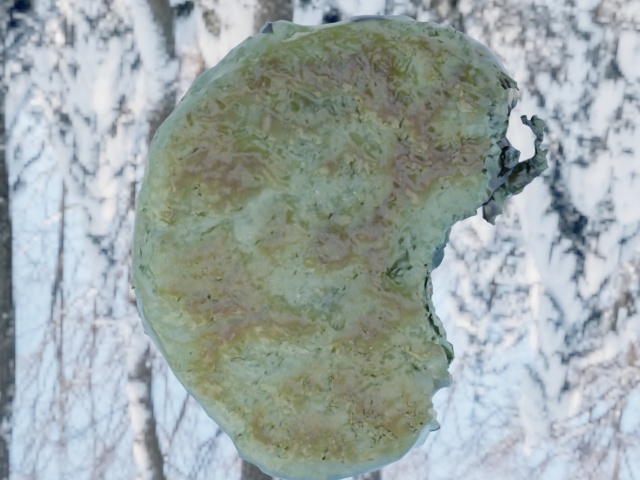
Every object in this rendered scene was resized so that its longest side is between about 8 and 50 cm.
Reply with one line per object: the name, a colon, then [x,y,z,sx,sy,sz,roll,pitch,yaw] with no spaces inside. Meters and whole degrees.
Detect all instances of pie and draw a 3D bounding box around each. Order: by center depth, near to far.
pie: [0.000,0.000,0.844,0.296,0.371,0.078,19,-176,2]
